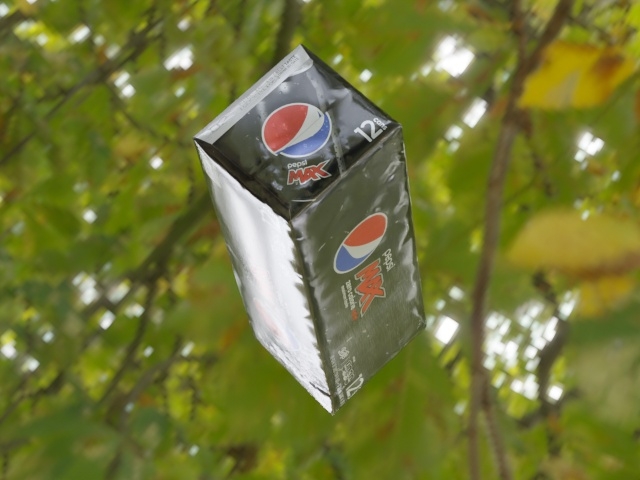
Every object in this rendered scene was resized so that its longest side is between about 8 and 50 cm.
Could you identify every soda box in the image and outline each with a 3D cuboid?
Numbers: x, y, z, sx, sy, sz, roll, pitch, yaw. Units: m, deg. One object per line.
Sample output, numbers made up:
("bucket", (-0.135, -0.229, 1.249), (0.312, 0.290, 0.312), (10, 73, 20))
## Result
("soda box", (0.000, 0.000, 0.765), (0.053, 0.060, 0.169), (41, -17, 23))
